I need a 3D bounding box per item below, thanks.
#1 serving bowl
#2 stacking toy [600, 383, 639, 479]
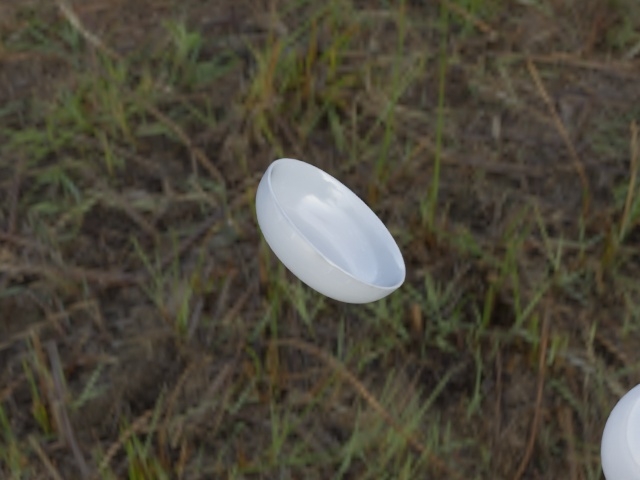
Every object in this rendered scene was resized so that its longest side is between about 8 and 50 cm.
[{"bbox_3d":[0.000,0.000,0.758,0.083,0.027,0.083,35,25,-19],"label":"serving bowl"},{"bbox_3d":[0.346,0.330,1.453,0.350,0.480,0.350,-10,24,4],"label":"stacking toy"}]
